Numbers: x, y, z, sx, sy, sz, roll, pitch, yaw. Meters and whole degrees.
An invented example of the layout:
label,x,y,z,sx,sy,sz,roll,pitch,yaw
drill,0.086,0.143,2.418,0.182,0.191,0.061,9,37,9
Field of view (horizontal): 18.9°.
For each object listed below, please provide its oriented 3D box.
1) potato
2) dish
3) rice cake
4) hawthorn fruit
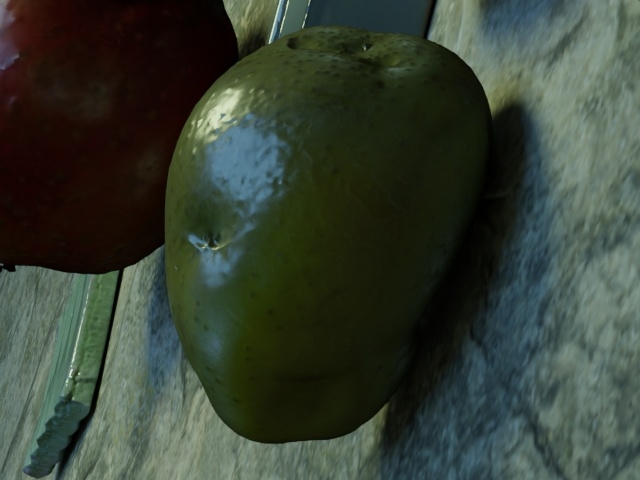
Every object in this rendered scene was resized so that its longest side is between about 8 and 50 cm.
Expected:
label,x,y,z,sx,sy,sz,roll,pitch,yaw
potato,0.000,0.000,0.889,0.157,0.157,0.194,-111,26,-69
dish,-0.001,-0.076,1.113,0.154,0.064,0.234,167,117,-74
rice cake,-0.247,0.116,1.933,0.189,0.037,0.198,122,160,-48
hawthorn fruit,-0.189,-0.142,1.551,0.369,0.285,0.284,-49,26,40
